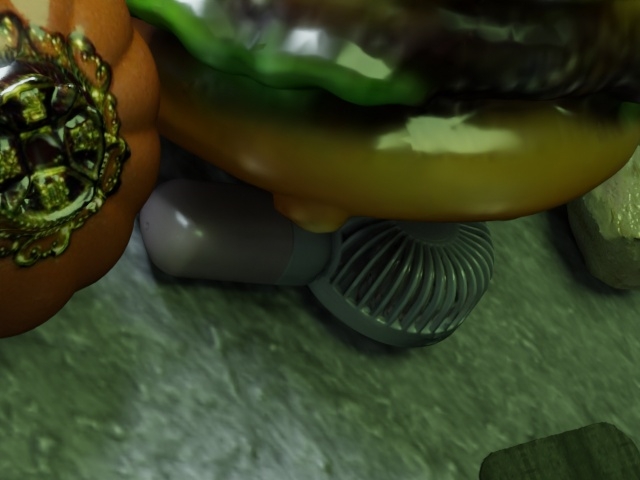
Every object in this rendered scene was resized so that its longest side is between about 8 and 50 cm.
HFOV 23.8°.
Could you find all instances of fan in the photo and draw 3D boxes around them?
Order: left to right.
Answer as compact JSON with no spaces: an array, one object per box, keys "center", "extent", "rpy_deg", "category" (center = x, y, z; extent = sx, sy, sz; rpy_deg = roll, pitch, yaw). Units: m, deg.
[{"center":[0.000,0.000,0.961],"extent":[0.244,0.074,0.130],"rpy_deg":[5,49,-31],"category":"fan"}]

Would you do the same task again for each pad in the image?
[{"center":[0.158,0.240,0.938],"extent":[0.323,0.055,0.250],"rpy_deg":[6,58,-58],"category":"pad"}]

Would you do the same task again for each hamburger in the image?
[{"center":[0.052,-0.186,0.928],"extent":[0.395,0.278,0.396],"rpy_deg":[10,34,-7],"category":"hamburger"}]

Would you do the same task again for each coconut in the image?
[{"center":[0.238,-0.031,1.144],"extent":[0.110,0.110,0.124],"rpy_deg":[3,63,-38],"category":"coconut"}]

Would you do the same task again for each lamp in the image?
[{"center":[-0.182,-0.056,0.751],"extent":[0.223,0.196,0.223],"rpy_deg":[-11,107,-38],"category":"lamp"}]
